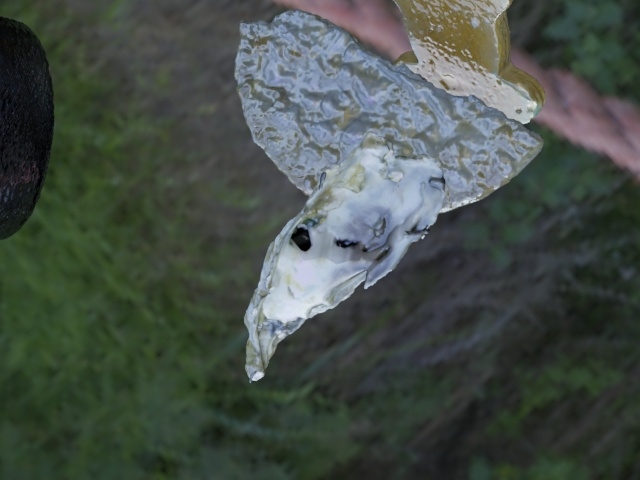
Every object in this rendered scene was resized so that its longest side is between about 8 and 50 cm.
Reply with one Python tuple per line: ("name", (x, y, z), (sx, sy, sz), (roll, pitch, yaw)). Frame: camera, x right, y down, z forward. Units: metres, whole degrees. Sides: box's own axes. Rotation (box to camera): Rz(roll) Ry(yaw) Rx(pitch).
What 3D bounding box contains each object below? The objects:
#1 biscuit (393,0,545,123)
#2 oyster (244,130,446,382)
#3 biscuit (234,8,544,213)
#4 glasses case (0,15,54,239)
("biscuit", (0.123, -0.144, 1.675), (0.153, 0.030, 0.234), (16, 137, 39))
("oyster", (0.001, 0.001, 1.339), (0.106, 0.200, 0.061), (49, -161, -22))
("biscuit", (0.035, -0.093, 1.655), (0.290, 0.141, 0.038), (30, 177, 20))
("glasses case", (-0.183, -0.050, 0.791), (0.067, 0.103, 0.267), (4, -179, 20))
